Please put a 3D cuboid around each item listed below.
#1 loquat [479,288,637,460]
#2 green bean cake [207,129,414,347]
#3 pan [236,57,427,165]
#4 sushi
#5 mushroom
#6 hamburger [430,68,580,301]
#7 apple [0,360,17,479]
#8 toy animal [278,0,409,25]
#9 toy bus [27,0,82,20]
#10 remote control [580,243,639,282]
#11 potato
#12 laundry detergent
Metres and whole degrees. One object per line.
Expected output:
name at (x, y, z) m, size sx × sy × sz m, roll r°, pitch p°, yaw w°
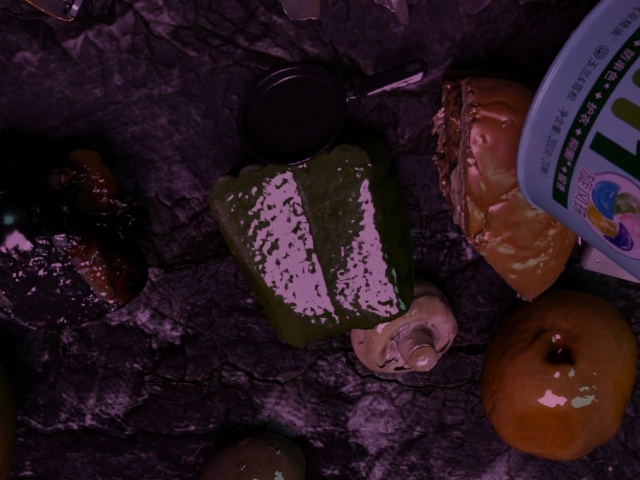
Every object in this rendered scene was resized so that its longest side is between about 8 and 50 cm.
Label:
loquat at (0.305, 0.170, 1.170) m, size 0.193 × 0.238 × 0.238 m, roll 9°, pitch 129°, yaw 24°
green bean cake at (0.000, 0.000, 1.130) m, size 0.222 × 0.125 × 0.248 m, roll -13°, pitch 103°, yaw 18°
pan at (0.014, -0.158, 1.046) m, size 0.235 × 0.136 × 0.028 m, roll -15°, pitch 155°, yaw 17°
sushi at (-0.328, -0.004, 1.156) m, size 0.212 × 0.215 × 0.227 m, roll -5°, pitch 125°, yaw 13°
mushroom at (0.117, 0.126, 1.232) m, size 0.154 × 0.122 × 0.154 m, roll -12°, pitch 132°, yaw -14°
hamburger at (0.221, -0.072, 1.051) m, size 0.282 × 0.155 × 0.245 m, roll 31°, pitch 116°, yaw -24°
apple at (-0.655, 0.272, 1.368) m, size 0.400 × 0.333 × 0.400 m, roll 2°, pitch 145°, yaw 2°
toy animal at (0.019, -0.305, 0.945) m, size 0.219 × 0.095 × 0.155 m, roll 27°, pitch 131°, yaw -11°
toy bus at (-0.269, -0.326, 0.994) m, size 0.070 × 0.074 × 0.162 m, roll 27°, pitch 125°, yaw -19°
remote control at (0.397, -0.032, 1.120) m, size 0.088 × 0.029 × 0.190 m, roll 14°, pitch 128°, yaw 0°
potato at (-0.109, 0.414, 1.473) m, size 0.178 × 0.160 × 0.235 m, roll 11°, pitch 117°, yaw -29°
laundry detergent at (0.387, -0.066, 0.821) m, size 0.287 × 0.305 × 0.287 m, roll -27°, pitch 141°, yaw -25°
